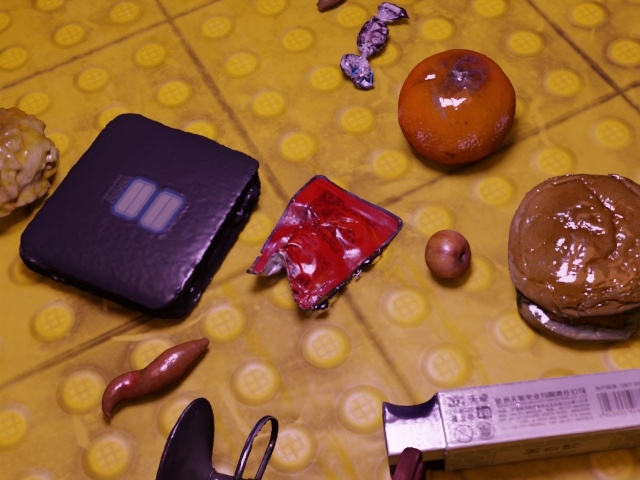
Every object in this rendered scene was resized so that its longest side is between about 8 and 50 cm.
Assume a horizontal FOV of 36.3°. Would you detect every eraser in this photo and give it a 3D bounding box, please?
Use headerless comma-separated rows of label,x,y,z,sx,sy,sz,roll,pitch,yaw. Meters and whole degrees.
eraser,0.296,0.271,1.450,0.403,0.096,0.098,-7,56,2

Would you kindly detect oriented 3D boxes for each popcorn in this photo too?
popcorn,-0.611,-0.151,1.782,0.266,0.192,0.233,-19,47,-28

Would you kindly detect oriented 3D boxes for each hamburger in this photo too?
hamburger,0.441,0.018,1.587,0.265,0.134,0.285,-1,53,3

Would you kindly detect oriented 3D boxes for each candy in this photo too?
candy,0.108,-0.397,1.966,0.094,0.051,0.226,20,61,7

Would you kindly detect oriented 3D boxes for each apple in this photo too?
apple,0.213,0.024,1.643,0.071,0.084,0.084,0,50,40

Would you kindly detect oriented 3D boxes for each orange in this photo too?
orange,0.244,-0.248,1.771,0.224,0.170,0.224,-2,55,3

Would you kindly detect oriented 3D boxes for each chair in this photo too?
chair,-0.007,0.367,1.340,0.400,0.226,0.227,11,57,13

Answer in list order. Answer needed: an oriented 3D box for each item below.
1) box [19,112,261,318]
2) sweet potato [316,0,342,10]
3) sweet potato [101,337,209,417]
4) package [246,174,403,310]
box,-0.315,-0.050,1.744,0.350,0.091,0.359,19,60,19
sweet potato,0.076,-0.577,2.076,0.077,0.077,0.243,35,64,26
sweet potato,-0.265,0.214,1.574,0.202,0.058,0.055,-28,78,-14
package,0.000,0.000,1.689,0.194,0.071,0.269,37,62,11
